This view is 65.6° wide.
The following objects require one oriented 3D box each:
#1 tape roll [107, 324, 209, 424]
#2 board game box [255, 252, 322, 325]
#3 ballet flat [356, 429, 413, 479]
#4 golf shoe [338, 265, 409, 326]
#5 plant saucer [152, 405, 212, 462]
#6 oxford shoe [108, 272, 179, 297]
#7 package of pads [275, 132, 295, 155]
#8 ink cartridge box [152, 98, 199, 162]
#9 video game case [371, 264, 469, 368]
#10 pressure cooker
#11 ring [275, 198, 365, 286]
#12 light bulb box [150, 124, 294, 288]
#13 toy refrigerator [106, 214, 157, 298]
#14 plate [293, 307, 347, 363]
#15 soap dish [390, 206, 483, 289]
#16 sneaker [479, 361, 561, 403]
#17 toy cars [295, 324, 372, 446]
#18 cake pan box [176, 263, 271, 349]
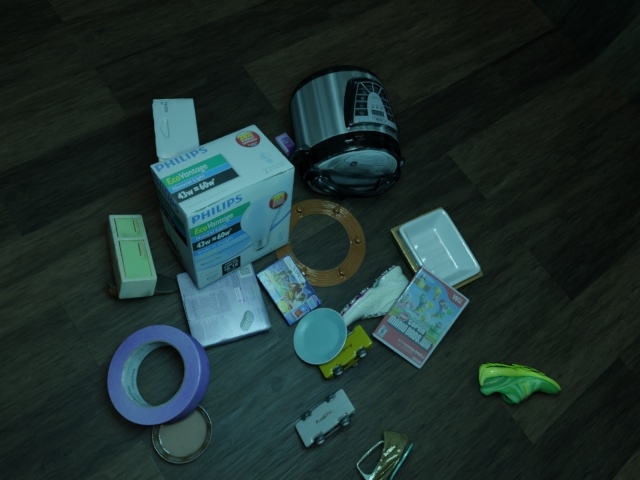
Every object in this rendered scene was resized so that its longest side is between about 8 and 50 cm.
[{"bbox_3d":[-0.467,0.390,1.443,0.274,0.090,0.275,-2,70,5],"label":"tape roll"},{"bbox_3d":[-0.105,0.162,1.654,0.136,0.035,0.201,-33,88,-19],"label":"board game box"},{"bbox_3d":[0.152,0.718,1.473,0.124,0.116,0.342,24,64,21],"label":"ballet flat"},{"bbox_3d":[0.192,0.213,1.676,0.306,0.115,0.140,-36,82,-21],"label":"golf shoe"},{"bbox_3d":[-0.405,0.562,1.458,0.168,0.029,0.169,4,66,-9],"label":"plant saucer"},{"bbox_3d":[-0.561,0.150,1.577,0.212,0.076,0.076,4,42,-25],"label":"oxford shoe"},{"bbox_3d":[-0.131,-0.367,1.887,0.050,0.032,0.083,-34,78,-19],"label":"package of pads"},{"bbox_3d":[-0.462,-0.283,1.635,0.128,0.307,0.223,-7,70,-13],"label":"ink cartridge box"},{"bbox_3d":[0.334,0.255,1.653,0.204,0.025,0.285,36,89,-7],"label":"video game case"},{"bbox_3d":[0.093,-0.342,1.746,0.369,0.375,0.421,-14,69,14],"label":"pressure cooker"},{"bbox_3d":[0.000,0.000,1.766,0.336,0.032,0.337,4,68,-10],"label":"ring"},{"bbox_3d":[-0.289,-0.101,1.531,0.357,0.361,0.225,-29,61,-25],"label":"light bulb box"},{"bbox_3d":[-0.589,0.042,1.542,0.102,0.094,0.270,-2,48,-31],"label":"toy refrigerator"},{"bbox_3d":[0.001,0.310,1.604,0.188,0.024,0.188,-12,57,20],"label":"plate"},{"bbox_3d":[0.408,0.050,1.779,0.228,0.118,0.291,-23,75,-19],"label":"soap dish"},{"bbox_3d":[0.663,0.487,1.677,0.295,0.109,0.124,11,92,-10],"label":"sneaker"},{"bbox_3d":[0.055,0.457,1.557,0.176,0.087,0.394,4,63,30],"label":"toy cars"},{"bbox_3d":[-0.315,0.198,1.603,0.245,0.070,0.267,-14,72,-19],"label":"cake pan box"}]
